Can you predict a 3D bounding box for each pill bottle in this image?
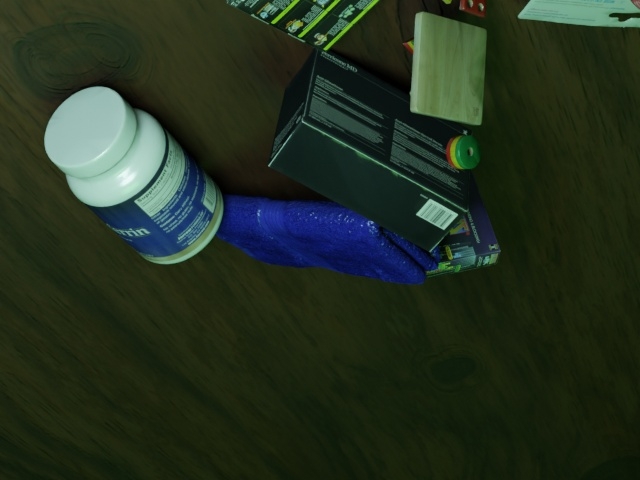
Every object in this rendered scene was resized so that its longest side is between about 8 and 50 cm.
[{"bbox_3d":[-0.256,-0.090,1.968,0.153,0.153,0.265,-26,143,12],"label":"pill bottle"}]

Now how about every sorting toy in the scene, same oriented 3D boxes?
[{"bbox_3d":[0.162,-0.237,1.916,0.132,0.275,0.046,6,176,-43],"label":"sorting toy"}]

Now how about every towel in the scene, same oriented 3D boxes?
[{"bbox_3d":[0.000,0.000,2.111,0.308,0.076,0.227,5,168,32],"label":"towel"}]

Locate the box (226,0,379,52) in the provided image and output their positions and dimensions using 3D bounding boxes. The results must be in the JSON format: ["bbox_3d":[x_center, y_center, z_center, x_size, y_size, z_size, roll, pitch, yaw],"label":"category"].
[{"bbox_3d":[0.001,-0.344,1.831,0.184,0.045,0.190,18,130,-43],"label":"box"}]

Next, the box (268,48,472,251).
[{"bbox_3d":[0.073,-0.127,1.958,0.261,0.184,0.103,28,131,-15],"label":"box"}]

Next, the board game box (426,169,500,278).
[{"bbox_3d":[0.186,-0.031,2.216,0.141,0.170,0.048,-13,152,-8],"label":"board game box"}]

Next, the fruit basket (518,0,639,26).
[{"bbox_3d":[0.477,-0.401,1.903,0.327,0.166,0.353,0,156,-23],"label":"fruit basket"}]
